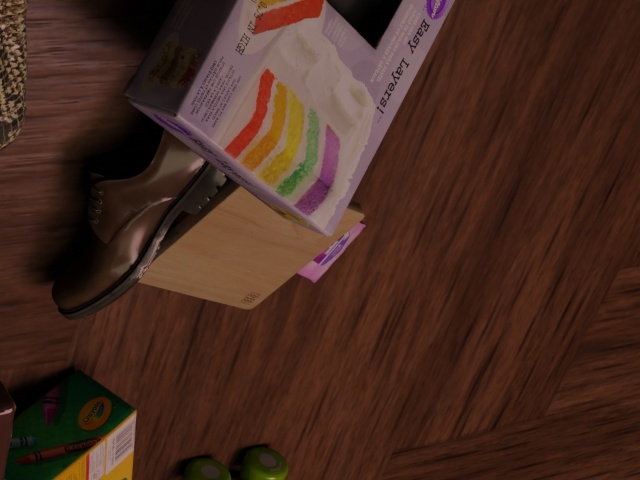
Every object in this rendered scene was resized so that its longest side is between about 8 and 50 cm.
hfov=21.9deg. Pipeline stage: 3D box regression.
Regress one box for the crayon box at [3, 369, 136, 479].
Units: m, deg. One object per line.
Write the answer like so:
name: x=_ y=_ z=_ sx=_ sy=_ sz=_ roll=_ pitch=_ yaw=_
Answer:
crayon box: x=-0.267 y=0.280 z=1.607 sx=0.165 sy=0.081 sz=0.278 roll=-39 pitch=151 yaw=-40

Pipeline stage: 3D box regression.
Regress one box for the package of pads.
package of pads: x=0.000 y=0.000 z=1.634 sx=0.083 sy=0.032 sz=0.050 roll=-48 pitch=144 yaw=11

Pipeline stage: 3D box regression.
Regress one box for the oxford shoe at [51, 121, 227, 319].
oxford shoe: x=-0.175 y=-0.028 z=1.435 sx=0.096 sy=0.083 sz=0.227 roll=30 pitch=110 yaw=-28

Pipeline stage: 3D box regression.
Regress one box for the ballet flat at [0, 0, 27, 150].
ballet flat: x=-0.262 y=-0.216 z=1.060 sx=0.182 sy=0.164 sz=0.482 roll=-46 pitch=157 yaw=-45

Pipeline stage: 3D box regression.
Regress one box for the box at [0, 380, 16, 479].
box: x=-0.372 y=0.173 z=1.381 sx=0.168 sy=0.167 sz=0.203 roll=-11 pitch=134 yaw=-32

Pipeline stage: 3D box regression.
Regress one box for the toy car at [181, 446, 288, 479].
toy car: x=-0.077 y=0.347 z=1.795 sx=0.149 sy=0.188 sz=0.155 roll=-6 pitch=132 yaw=-37

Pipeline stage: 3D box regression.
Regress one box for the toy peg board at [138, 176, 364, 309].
toy peg board: x=-0.076 y=-0.024 z=1.526 sx=0.161 sy=0.079 sz=0.161 roll=-39 pitch=146 yaw=26

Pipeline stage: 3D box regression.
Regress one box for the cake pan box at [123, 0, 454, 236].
cake pan box: x=-0.012 y=-0.169 z=1.356 sx=0.266 sy=0.070 sz=0.246 roll=-62 pitch=144 yaw=-9
